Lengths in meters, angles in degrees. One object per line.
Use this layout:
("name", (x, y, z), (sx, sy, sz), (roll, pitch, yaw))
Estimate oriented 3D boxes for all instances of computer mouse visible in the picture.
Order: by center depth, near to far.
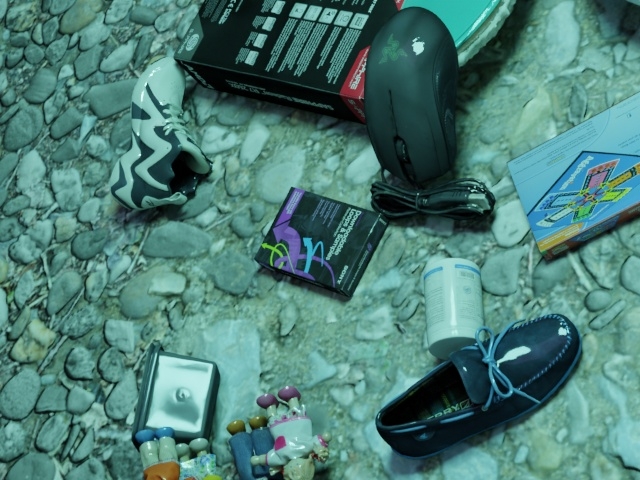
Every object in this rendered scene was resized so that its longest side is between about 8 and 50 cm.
("computer mouse", (0.114, -0.151, 1.757), (0.189, 0.072, 0.272), (3, 105, 39))

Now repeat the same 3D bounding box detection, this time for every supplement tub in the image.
("supplement tub", (0.160, 0.081, 1.694), (0.071, 0.071, 0.107), (-16, 57, 26))

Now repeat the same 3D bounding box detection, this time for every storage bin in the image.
("storage bin", (-0.184, 0.212, 1.846), (0.091, 0.098, 0.135), (7, 66, 7))

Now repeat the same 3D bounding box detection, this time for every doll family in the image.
("doll family", (-0.100, 0.300, 1.737), (0.263, 0.118, 0.163), (-18, 47, 3))

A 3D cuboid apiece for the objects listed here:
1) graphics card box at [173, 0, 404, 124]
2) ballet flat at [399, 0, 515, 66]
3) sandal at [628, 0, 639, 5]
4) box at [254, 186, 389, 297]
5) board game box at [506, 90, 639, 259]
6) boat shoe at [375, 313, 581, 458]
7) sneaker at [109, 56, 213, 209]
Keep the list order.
("graphics card box", (-0.012, -0.303, 2.009), (0.371, 0.094, 0.232), (16, 74, 38))
("ballet flat", (0.233, -0.370, 1.860), (0.147, 0.147, 0.408), (22, 81, 40))
("sandal", (0.450, -0.298, 1.688), (0.416, 0.102, 0.169), (35, 67, 29))
("box", (0.000, 0.000, 1.874), (0.162, 0.029, 0.116), (18, 76, 38))
("board game box", (0.368, -0.100, 1.685), (0.281, 0.027, 0.145), (-28, 51, 18))
("boat shoe", (0.180, 0.169, 1.618), (0.258, 0.089, 0.109), (-39, 50, 9))
("sneaker", (-0.206, -0.153, 2.055), (0.153, 0.094, 0.235), (7, 69, 35))
